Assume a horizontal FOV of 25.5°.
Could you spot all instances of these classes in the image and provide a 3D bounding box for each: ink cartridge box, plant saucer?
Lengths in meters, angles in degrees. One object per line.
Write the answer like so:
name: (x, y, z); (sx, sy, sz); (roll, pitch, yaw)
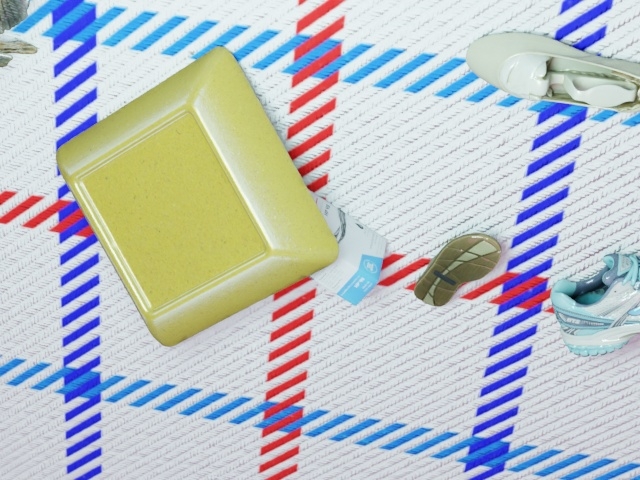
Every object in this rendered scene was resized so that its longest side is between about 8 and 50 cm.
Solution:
ink cartridge box: (0.000, 0.000, 1.997); (0.180, 0.104, 0.060); (32, 126, -13)
plant saucer: (-0.191, -0.044, 1.939); (0.333, 0.081, 0.332); (-28, 92, 28)

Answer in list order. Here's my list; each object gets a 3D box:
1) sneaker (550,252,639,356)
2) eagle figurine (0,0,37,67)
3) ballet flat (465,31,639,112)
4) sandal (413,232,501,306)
sneaker: (0.451, 0.071, 1.963); (0.283, 0.110, 0.122); (-22, 116, 24)
eagle figurine: (-0.459, -0.348, 1.783); (0.225, 0.226, 0.298); (34, 133, 11)
ballet flat: (0.307, -0.208, 1.801); (0.248, 0.086, 0.086); (9, 127, 4)
sandal: (0.194, 0.034, 2.026); (0.072, 0.049, 0.180); (34, 140, -7)
